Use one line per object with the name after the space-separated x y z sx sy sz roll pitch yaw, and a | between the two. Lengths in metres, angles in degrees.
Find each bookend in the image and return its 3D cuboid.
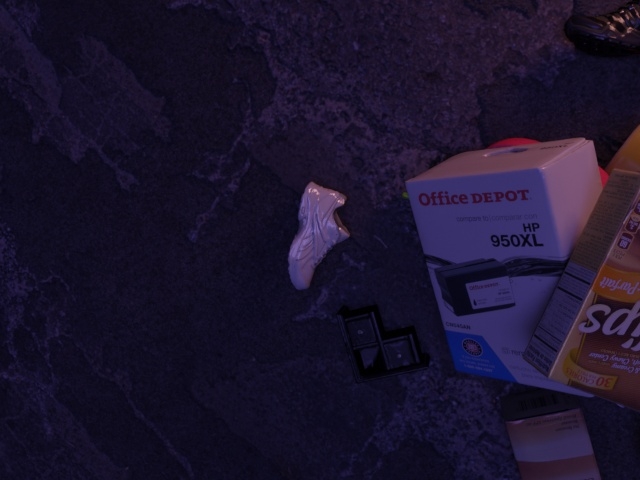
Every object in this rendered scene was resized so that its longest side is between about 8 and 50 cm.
0.133 0.204 1.310 0.157 0.072 0.156 -15 96 15 | bookend

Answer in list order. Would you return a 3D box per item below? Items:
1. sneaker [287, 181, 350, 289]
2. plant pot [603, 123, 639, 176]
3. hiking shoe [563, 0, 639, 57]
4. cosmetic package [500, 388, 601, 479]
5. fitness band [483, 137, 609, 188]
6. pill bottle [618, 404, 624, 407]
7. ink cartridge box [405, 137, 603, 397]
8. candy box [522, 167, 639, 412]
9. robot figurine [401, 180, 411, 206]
0.000 0.000 1.300 0.115 0.090 0.232 13 103 7 | sneaker
0.620 -0.082 1.069 0.239 0.254 0.254 39 106 21 | plant pot
0.556 -0.391 1.111 0.227 0.086 0.114 10 88 6 | hiking shoe
0.475 0.459 1.243 0.153 0.129 0.296 -17 96 14 | cosmetic package
0.400 -0.072 1.134 0.291 0.054 0.208 30 136 37 | fitness band
0.617 0.244 1.193 0.087 0.087 0.160 42 106 4 | pill bottle
0.345 0.043 1.093 0.286 0.166 0.394 -1 111 51 | ink cartridge box
0.454 0.075 0.908 0.183 0.087 0.316 21 97 -11 | candy box
0.222 -0.090 1.240 0.115 0.067 0.101 13 94 11 | robot figurine
